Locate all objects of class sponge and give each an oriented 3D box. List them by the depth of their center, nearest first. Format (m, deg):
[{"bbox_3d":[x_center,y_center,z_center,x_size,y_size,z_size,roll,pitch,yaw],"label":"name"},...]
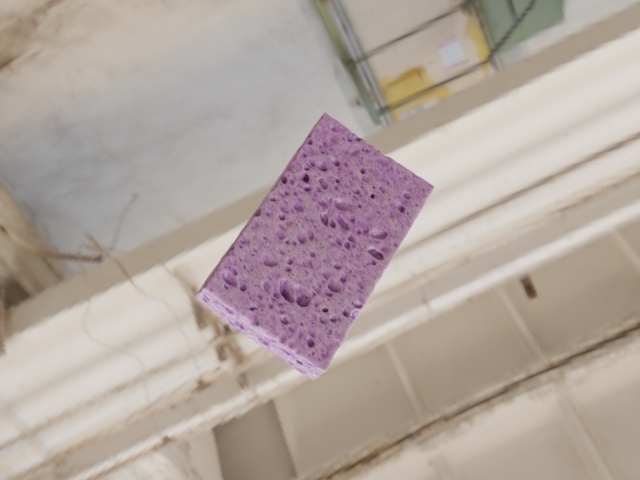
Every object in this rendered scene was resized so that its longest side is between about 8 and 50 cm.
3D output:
[{"bbox_3d":[0.000,0.000,1.005,0.210,0.117,0.031,-57,-175,-32],"label":"sponge"}]
